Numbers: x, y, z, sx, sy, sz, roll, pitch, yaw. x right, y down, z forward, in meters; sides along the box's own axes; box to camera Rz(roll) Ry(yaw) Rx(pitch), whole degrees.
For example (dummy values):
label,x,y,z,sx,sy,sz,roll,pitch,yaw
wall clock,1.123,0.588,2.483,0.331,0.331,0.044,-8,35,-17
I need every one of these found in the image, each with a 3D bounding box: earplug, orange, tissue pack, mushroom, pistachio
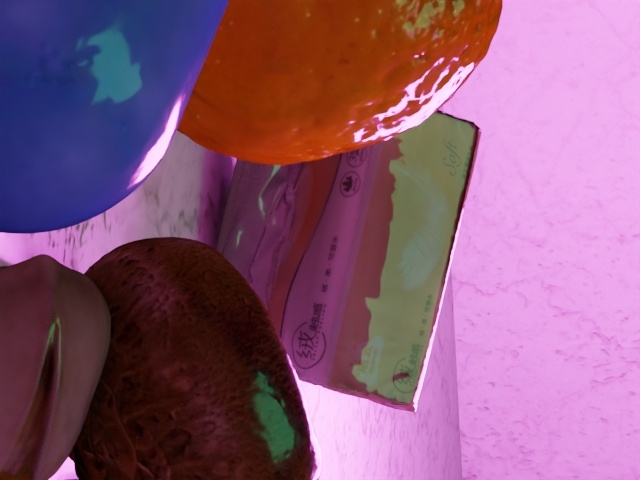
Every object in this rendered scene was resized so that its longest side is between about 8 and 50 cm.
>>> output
label,x,y,z,sx,sy,sz,roll,pitch,yaw
earplug,-0.077,-0.126,0.409,0.132,0.133,0.272,69,31,-57
orange,-0.032,-0.221,0.901,0.293,0.341,0.340,-31,128,-35
tissue pack,0.000,0.000,1.243,0.238,0.239,0.305,24,79,-74
mushroom,-0.099,0.124,0.858,0.153,0.253,0.253,-26,125,-31
pistachio,-0.188,0.084,0.750,0.113,0.113,0.149,22,69,-75

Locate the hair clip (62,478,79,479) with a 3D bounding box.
label,x,y,z,sx,sy,sz,roll,pitch,yaw
hair clip,-0.198,0.298,0.862,0.140,0.054,0.220,-29,118,-68
